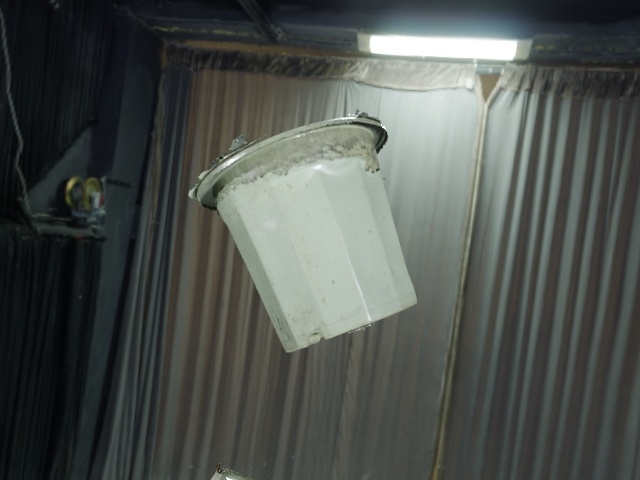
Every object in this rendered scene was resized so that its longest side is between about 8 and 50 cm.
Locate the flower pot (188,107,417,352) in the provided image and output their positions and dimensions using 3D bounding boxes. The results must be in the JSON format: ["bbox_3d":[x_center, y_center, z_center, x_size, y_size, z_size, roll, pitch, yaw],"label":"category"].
[{"bbox_3d":[0.000,0.000,0.707,0.290,0.259,0.290,-21,-8,-3],"label":"flower pot"}]

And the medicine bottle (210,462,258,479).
[{"bbox_3d":[0.030,0.432,0.554,0.406,0.235,0.236,24,-1,-5],"label":"medicine bottle"}]
